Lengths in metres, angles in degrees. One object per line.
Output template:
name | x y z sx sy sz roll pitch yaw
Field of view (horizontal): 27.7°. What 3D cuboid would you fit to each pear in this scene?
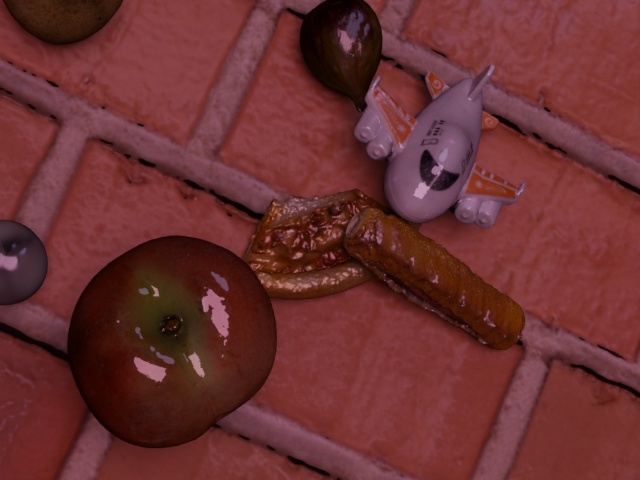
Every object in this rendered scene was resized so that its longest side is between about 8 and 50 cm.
pear | -0.318 -0.326 1.593 0.167 0.136 0.167 6 78 -32

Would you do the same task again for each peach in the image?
peach | -0.176 0.118 1.534 0.252 0.252 0.252 1 84 -13

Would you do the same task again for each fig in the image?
fig | 0.037 -0.241 1.688 0.109 0.103 0.155 -26 82 8

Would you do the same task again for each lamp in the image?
lamp | -0.380 0.027 1.561 0.105 0.105 0.105 1 84 -13

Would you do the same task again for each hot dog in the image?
hot dog | 0.154 0.053 1.678 0.289 0.068 0.083 33 80 -21

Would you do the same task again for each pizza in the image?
pizza | 0.005 0.005 1.680 0.271 0.056 0.134 -7 94 -15

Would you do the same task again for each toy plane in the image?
toy plane | 0.158 -0.124 1.672 0.244 0.117 0.245 13 60 -24
